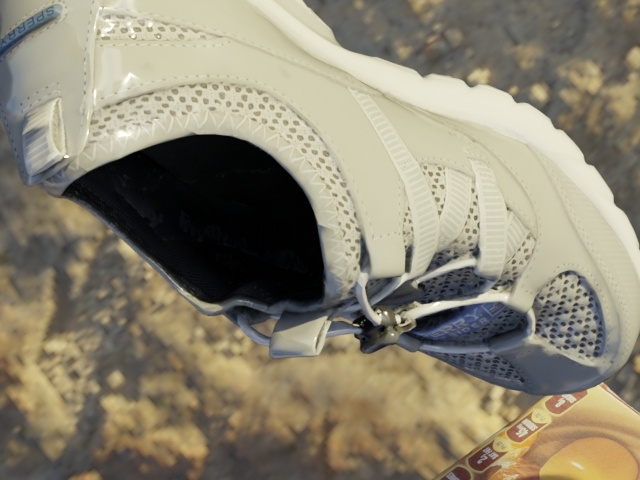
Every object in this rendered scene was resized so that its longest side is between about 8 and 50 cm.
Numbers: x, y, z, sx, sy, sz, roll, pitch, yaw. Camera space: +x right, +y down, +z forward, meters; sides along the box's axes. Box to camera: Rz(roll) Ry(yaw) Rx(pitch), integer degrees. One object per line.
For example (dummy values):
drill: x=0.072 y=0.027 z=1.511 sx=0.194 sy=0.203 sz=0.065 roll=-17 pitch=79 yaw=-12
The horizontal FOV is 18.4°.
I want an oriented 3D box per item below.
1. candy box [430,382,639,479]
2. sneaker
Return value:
candy box: x=0.064 y=0.215 z=0.967 sx=0.316 sy=0.183 sz=0.087 roll=-35 pitch=119 yaw=-9
sneaker: x=0.000 y=0.000 z=0.630 sx=0.281 sy=0.115 sz=0.105 roll=29 pitch=134 yaw=-34
